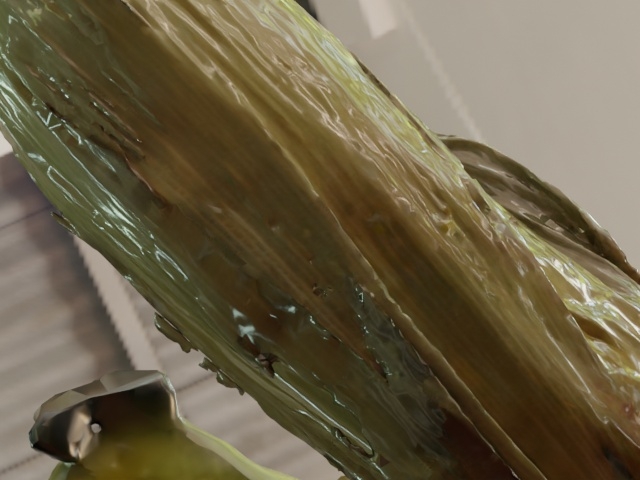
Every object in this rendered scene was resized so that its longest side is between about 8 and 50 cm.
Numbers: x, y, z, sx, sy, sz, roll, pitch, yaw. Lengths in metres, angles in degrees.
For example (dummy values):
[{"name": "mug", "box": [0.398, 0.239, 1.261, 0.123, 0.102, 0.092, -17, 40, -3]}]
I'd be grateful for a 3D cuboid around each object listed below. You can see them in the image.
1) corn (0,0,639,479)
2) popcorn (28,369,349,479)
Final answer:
[{"name": "corn", "box": [0.001, -0.003, 0.550, 0.122, 0.305, 0.123, -52, -18, 11]}, {"name": "popcorn", "box": [-0.006, 0.226, 0.597, 0.293, 0.293, 0.237, -22, -55, -32]}]
